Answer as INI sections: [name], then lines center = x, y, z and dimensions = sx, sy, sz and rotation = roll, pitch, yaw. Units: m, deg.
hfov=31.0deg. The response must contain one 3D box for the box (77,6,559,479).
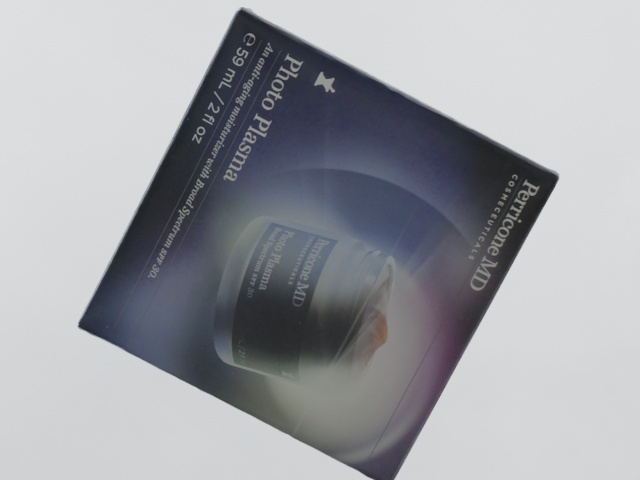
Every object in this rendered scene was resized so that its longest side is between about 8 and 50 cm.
[box]
center = 0.000, 0.000, 0.997
dimensions = 0.294, 0.183, 0.296
rotation = 27, -84, -2
